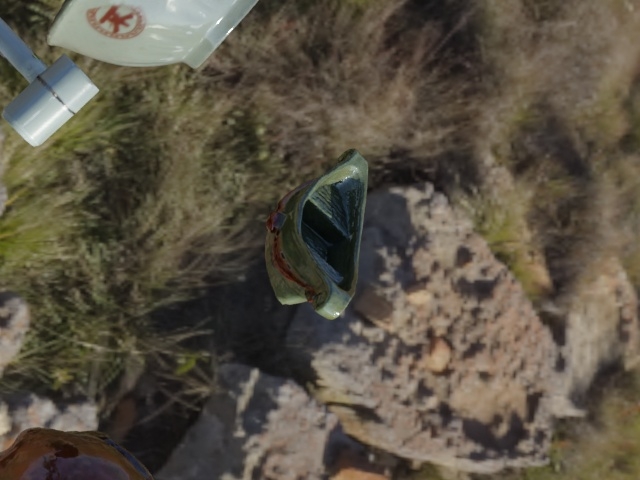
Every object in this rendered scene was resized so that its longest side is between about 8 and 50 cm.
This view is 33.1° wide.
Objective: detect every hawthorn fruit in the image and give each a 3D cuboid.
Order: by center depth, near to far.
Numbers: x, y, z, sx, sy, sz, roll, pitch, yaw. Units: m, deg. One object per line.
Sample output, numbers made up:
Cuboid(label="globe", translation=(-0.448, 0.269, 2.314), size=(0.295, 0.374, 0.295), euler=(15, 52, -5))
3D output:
Cuboid(label="hawthorn fruit", translation=(-0.293, 0.358, 1.150), size=(0.277, 0.277, 0.298), euler=(19, 54, -45))

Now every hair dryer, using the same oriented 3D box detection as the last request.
Cuboid(label="hair dryer", translation=(-0.280, -0.161, 1.007), size=(0.082, 0.137, 0.047), euler=(-43, 165, -3))

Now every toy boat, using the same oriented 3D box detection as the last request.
Cuboid(label="toy boat", translation=(-0.001, 0.000, 0.872), size=(0.089, 0.071, 0.185), euler=(42, 36, -28))

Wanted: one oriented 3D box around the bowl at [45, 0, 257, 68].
Cuboid(label="bowl", translation=(-0.156, -0.310, 1.271), size=(0.157, 0.337, 0.337), euler=(41, 57, -13))
